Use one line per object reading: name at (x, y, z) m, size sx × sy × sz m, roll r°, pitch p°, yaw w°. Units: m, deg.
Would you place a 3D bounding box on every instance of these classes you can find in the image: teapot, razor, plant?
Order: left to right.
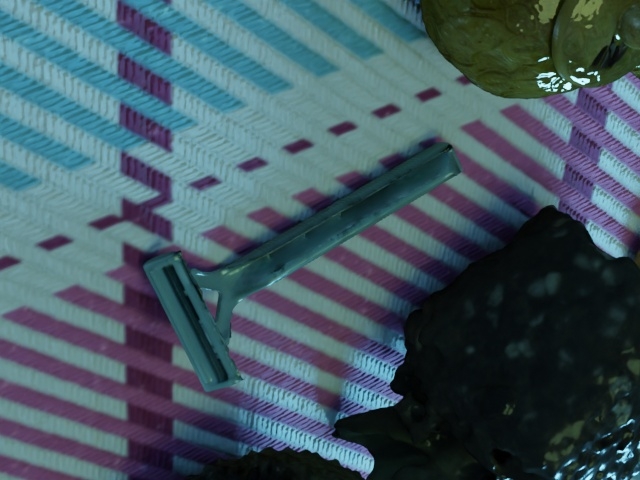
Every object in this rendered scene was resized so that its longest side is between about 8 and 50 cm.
razor at (-0.005, -0.001, 1.423) m, size 0.278 × 0.056 × 0.111 m, roll -33°, pitch 105°, yaw -27°
plant at (0.162, 0.144, 1.579) m, size 0.312 × 0.215 × 0.213 m, roll -40°, pitch 146°, yaw -4°
teapot at (0.191, -0.181, 1.344) m, size 0.203 × 0.167 × 0.311 m, roll -49°, pitch 144°, yaw 3°

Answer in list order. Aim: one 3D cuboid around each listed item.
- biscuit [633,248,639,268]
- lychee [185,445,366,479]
biscuit at (0.425, -0.063, 1.780) m, size 0.339 × 0.047 × 0.216 m, roll -44°, pitch 141°, yaw 4°
lychee at (-0.040, 0.295, 1.516) m, size 0.255 × 0.255 × 0.274 m, roll -49°, pitch 174°, yaw 3°
